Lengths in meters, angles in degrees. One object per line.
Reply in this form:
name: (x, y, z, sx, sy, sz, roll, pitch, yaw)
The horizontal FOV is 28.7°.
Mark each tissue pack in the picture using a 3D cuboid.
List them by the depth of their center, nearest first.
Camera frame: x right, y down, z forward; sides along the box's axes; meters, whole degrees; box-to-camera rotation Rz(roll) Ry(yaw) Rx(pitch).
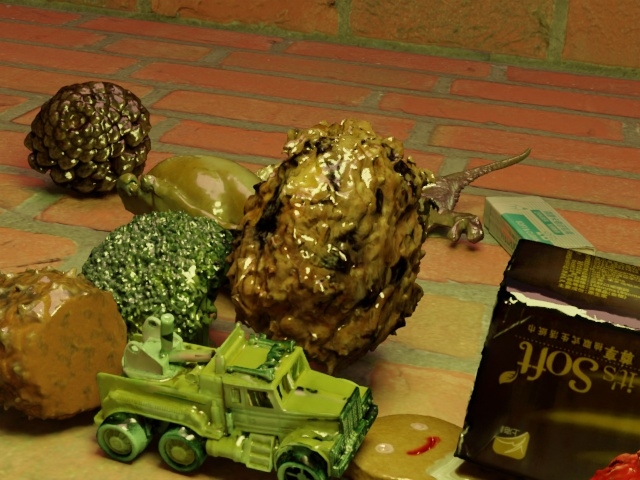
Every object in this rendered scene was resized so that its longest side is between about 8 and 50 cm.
tissue pack: (0.335, 0.142, 1.170, 0.370, 0.198, 0.210, 16, 14, 13)

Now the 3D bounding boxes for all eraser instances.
eraser: (0.321, -0.008, 1.853, 0.095, 0.052, 0.225, -2, 21, -11)

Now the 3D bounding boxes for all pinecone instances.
pinecone: (-0.353, -0.157, 1.933, 0.184, 0.179, 0.204, 15, -7, -3)

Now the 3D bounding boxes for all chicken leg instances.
chicken leg: (-0.072, 0.019, 1.538, 0.153, 0.201, 0.429, -46, 49, -9)

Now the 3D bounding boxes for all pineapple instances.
pineapple: (-0.335, 0.098, 1.299, 0.278, 0.158, 0.158, 6, 16, 39)

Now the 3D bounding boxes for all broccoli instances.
broccoli: (-0.168, 0.054, 1.384, 0.198, 0.176, 0.226, -34, 50, -16)

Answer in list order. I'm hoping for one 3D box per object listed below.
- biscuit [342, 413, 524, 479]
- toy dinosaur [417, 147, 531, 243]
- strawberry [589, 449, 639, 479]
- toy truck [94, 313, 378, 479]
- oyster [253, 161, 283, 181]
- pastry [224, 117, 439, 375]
biscuit: (0.125, 0.220, 1.196, 0.249, 0.035, 0.184, 18, 23, 34)
toy dinosaur: (0.200, -0.070, 1.923, 0.199, 0.072, 0.251, 3, 25, 22)
strawberry: (0.304, 0.251, 0.858, 0.291, 0.292, 0.310, 4, -24, -2)
toy truck: (-0.084, 0.143, 1.177, 0.259, 0.135, 0.128, 13, 34, 19)
oyster: (-0.031, -0.074, 1.921, 0.163, 0.081, 0.191, 10, 23, 0)
pastry: (0.000, 0.000, 1.281, 0.193, 0.275, 0.275, 8, 18, 32)
